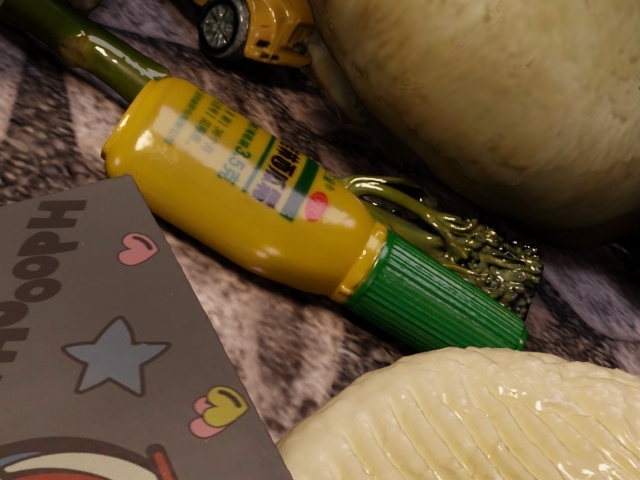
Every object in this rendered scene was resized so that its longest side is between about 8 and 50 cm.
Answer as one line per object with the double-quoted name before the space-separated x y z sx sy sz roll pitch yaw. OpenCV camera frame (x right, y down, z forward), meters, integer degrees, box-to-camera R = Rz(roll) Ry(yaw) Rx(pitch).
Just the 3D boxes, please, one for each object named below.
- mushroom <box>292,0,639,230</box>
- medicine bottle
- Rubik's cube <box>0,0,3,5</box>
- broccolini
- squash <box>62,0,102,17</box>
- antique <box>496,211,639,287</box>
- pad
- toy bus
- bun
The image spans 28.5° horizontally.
"mushroom" 0.111 -0.163 0.844 0.352 0.260 0.352 41 23 -22
"medicine bottle" 0.000 0.000 0.719 0.260 0.064 0.095 33 34 -7
"Rubik's cube" -0.300 -0.307 0.565 0.347 0.351 0.352 44 23 21
"broccolini" -0.034 -0.059 0.800 0.392 0.079 0.074 35 -18 4
"squash" -0.161 -0.268 0.910 0.137 0.287 0.137 14 -15 4
"antique" 0.243 -0.034 1.026 0.257 0.121 0.143 29 31 -10
"pad" -0.104 0.070 0.421 0.170 0.006 0.245 -15 47 -19
"toy bus" -0.093 -0.267 1.030 0.121 0.123 0.335 3 38 -48
"bun" 0.071 0.139 0.453 0.220 0.134 0.220 0 43 0
